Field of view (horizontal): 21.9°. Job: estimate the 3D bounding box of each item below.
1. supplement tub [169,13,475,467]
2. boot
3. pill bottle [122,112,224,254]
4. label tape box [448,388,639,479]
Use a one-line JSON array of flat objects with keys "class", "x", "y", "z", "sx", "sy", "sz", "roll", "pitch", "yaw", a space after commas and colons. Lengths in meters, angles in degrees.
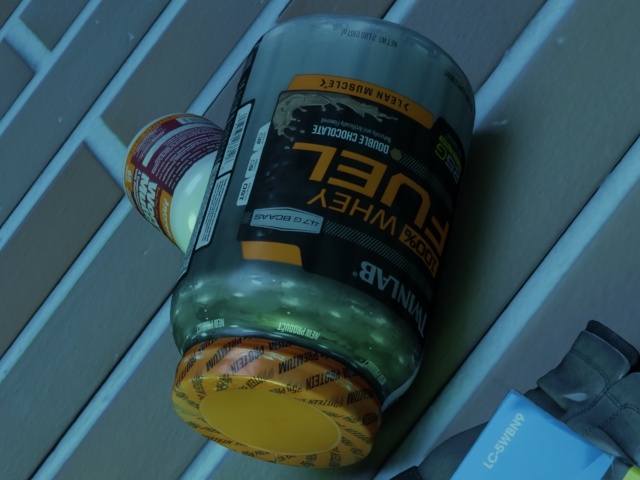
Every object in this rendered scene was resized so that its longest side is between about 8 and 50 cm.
[{"class": "supplement tub", "x": 0.000, "y": 0.000, "z": 1.355, "sx": 0.207, "sy": 0.207, "sz": 0.338, "roll": -17, "pitch": 49, "yaw": 44}, {"class": "boot", "x": 0.178, "y": 0.198, "z": 1.039, "sx": 0.222, "sy": 0.118, "sz": 0.338, "roll": -39, "pitch": 42, "yaw": 7}, {"class": "pill bottle", "x": -0.103, "y": -0.041, "z": 1.606, "sx": 0.121, "sy": 0.121, "sz": 0.221, "roll": -54, "pitch": 32, "yaw": 1}, {"class": "label tape box", "x": 0.177, "y": 0.269, "z": 0.852, "sx": 0.333, "sy": 0.106, "sz": 0.241, "roll": 34, "pitch": 89, "yaw": 32}]
